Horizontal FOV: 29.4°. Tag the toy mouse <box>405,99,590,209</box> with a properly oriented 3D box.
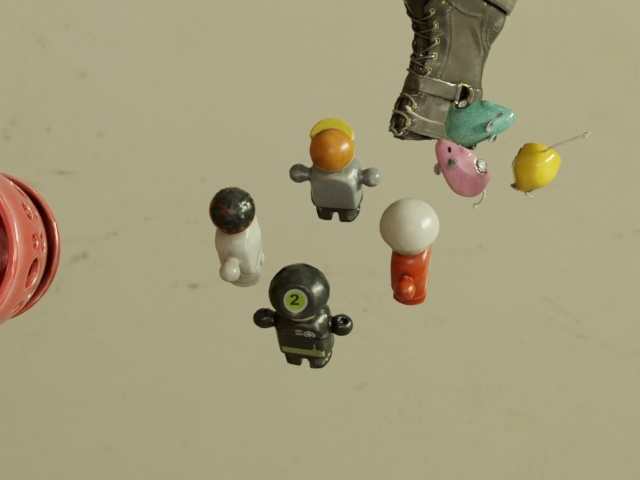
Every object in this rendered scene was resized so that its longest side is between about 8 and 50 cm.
[{"bbox_3d":[0.134,-0.076,1.070,0.031,0.143,0.161,-65,-176,-31],"label":"toy mouse"}]

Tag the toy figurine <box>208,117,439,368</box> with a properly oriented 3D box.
[{"bbox_3d":[0.000,0.000,1.265,0.209,0.213,0.148,51,-16,30],"label":"toy figurine"}]

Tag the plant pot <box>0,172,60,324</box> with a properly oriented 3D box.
[{"bbox_3d":[-0.381,0.011,1.294,0.174,0.191,0.191,16,74,-83],"label":"plant pot"}]

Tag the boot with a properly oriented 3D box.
[{"bbox_3d":[0.135,-0.238,1.547,0.091,0.263,0.229,27,-81,55],"label":"boot"}]
